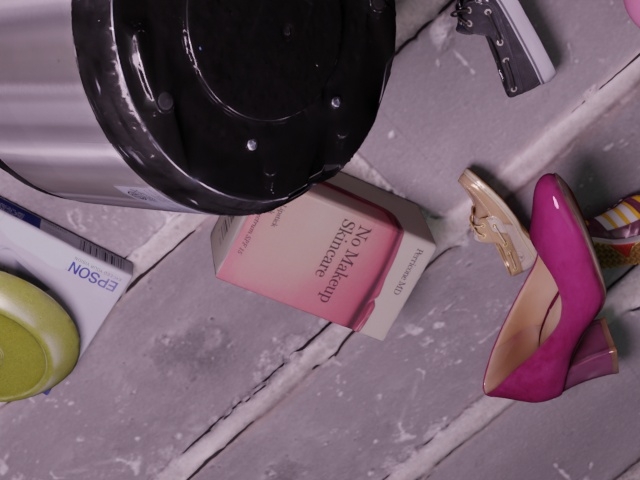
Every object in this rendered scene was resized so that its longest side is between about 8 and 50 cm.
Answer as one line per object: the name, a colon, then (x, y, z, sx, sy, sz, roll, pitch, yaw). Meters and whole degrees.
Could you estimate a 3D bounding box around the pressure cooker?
pressure cooker: (-0.186, -0.212, 1.317, 0.375, 0.420, 0.370, -43, 119, -30)

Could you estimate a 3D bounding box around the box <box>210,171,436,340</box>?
box: (0.000, 0.000, 1.604, 0.232, 0.127, 0.149, 22, 110, -17)

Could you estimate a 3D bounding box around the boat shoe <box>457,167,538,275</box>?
boat shoe: (0.219, -0.018, 1.664, 0.059, 0.063, 0.170, -39, 115, 4)

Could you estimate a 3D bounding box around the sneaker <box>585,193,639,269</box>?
sneaker: (0.383, -0.015, 1.694, 0.185, 0.084, 0.070, -2, 144, 18)

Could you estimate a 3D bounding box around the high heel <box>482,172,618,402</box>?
high heel: (0.262, 0.076, 1.640, 0.181, 0.127, 0.377, -16, 130, 7)

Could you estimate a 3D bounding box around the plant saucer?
plant saucer: (-0.416, 0.126, 1.604, 0.240, 0.037, 0.241, 4, 135, 4)

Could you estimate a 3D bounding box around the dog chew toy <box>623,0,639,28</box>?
dog chew toy: (0.430, -0.370, 1.459, 0.206, 0.207, 0.332, 4, 122, -10)

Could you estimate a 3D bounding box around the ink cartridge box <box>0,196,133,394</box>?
ink cartridge box: (-0.382, 0.075, 1.628, 0.223, 0.045, 0.224, 28, 109, -20)

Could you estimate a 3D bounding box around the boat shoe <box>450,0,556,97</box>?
boat shoe: (0.194, -0.262, 1.542, 0.076, 0.080, 0.228, -34, 123, 6)
